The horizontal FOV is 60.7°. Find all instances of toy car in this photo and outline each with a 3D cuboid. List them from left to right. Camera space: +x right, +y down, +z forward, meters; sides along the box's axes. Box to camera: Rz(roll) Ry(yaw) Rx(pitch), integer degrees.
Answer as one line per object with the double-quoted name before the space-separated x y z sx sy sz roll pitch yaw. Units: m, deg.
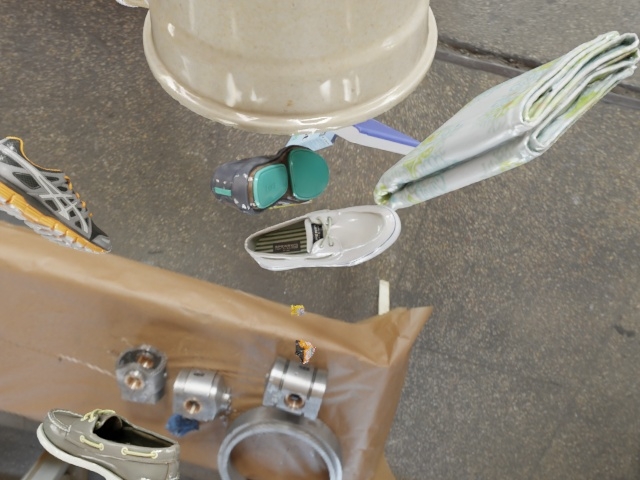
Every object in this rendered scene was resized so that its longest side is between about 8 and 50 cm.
"toy car" -0.034 0.202 1.189 0.040 0.060 0.122 -5 94 -21

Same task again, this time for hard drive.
"hard drive" 0.108 -0.284 1.391 0.210 0.318 0.040 35 111 32

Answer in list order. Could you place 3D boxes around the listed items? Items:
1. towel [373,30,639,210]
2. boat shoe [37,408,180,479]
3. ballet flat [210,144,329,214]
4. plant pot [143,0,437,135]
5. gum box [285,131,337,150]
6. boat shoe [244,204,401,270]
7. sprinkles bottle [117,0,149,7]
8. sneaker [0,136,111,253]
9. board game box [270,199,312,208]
"towel" 0.287 -0.192 0.906 0.320 0.374 0.090 -37 97 -27
"boat shoe" -0.358 0.339 0.928 0.305 0.109 0.091 13 89 28
"ballet flat" -0.056 -0.071 0.616 0.074 0.203 0.074 5 104 22
"plant pot" -0.032 -0.325 0.502 0.334 0.334 0.305 6 147 3
"gum box" -0.006 -0.324 1.582 0.184 0.157 0.041 -8 135 48
"boat shoe" 0.000 0.000 0.780 0.226 0.076 0.083 -17 72 17
"sprinkles bottle" -0.443 -0.686 1.482 0.355 0.121 0.121 26 121 37
"sneaker" -0.360 -0.051 0.737 0.084 0.083 0.215 5 151 34
"board game box" -0.096 -0.180 1.717 0.170 0.141 0.048 -6 157 35
